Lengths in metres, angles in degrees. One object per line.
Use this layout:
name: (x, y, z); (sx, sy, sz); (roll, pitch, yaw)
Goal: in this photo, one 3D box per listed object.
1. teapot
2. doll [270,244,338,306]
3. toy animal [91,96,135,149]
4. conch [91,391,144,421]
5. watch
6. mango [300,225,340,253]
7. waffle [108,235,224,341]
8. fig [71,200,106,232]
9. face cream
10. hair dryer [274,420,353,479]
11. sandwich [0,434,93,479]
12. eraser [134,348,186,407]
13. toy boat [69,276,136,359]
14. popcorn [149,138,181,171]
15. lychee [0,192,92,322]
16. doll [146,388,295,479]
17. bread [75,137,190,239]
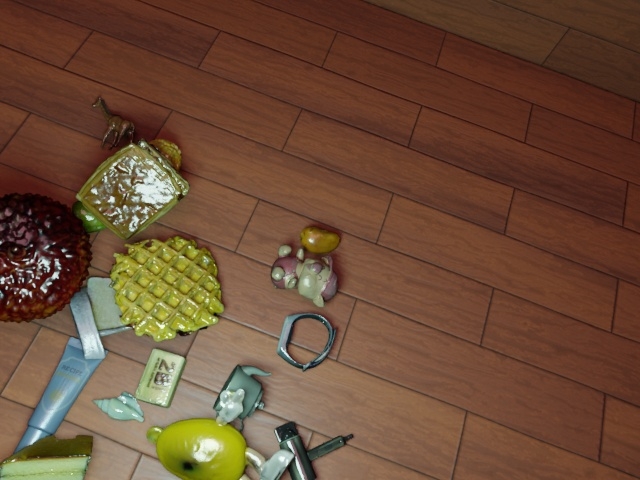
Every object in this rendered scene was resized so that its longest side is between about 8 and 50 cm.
teapot: (-0.256, 0.525, 1.719); (0.149, 0.162, 0.239); (30, 80, -7)
doll: (-0.053, 0.126, 1.912); (0.255, 0.152, 0.196); (19, 78, -4)
toy animal: (-0.849, -0.477, 2.113); (0.224, 0.066, 0.230); (3, 75, 14)
conch: (-0.656, 0.545, 1.697); (0.180, 0.088, 0.065); (21, 109, -6)
watch: (-0.050, 0.362, 1.855); (0.193, 0.068, 0.206); (15, 63, -1)
mango: (-0.001, -0.001, 2.011); (0.159, 0.084, 0.105); (6, 72, -6)
waffle: (-0.533, 0.157, 1.820); (0.379, 0.095, 0.382); (-9, 65, -26)
fig: (-0.829, -0.089, 1.914); (0.156, 0.123, 0.123); (-2, 67, -19)
face cream: (-0.843, 0.507, 1.671); (0.135, 0.086, 0.385); (21, 60, -1)
hair dryer: (-0.009, 0.674, 1.732); (0.248, 0.078, 0.196); (-15, 69, -24)
sandwich: (-0.812, 0.662, 1.548); (0.235, 0.128, 0.122); (9, 93, -19)
eraser: (-0.536, 0.462, 1.745); (0.117, 0.058, 0.172); (17, 66, 0)
toy boat: (-0.730, 0.246, 1.797); (0.293, 0.111, 0.276); (-32, 73, -35)
popcorn: (-0.630, -0.312, 2.024); (0.180, 0.170, 0.180); (2, 83, -15)
lychee: (-0.940, 0.054, 1.635); (0.424, 0.500, 0.425); (0, 91, -25)
doll: (-0.291, 0.664, 1.614); (0.348, 0.161, 0.423); (-39, 91, 6)
bread: (-0.675, -0.189, 1.892); (0.324, 0.167, 0.277); (-43, 109, 1)
